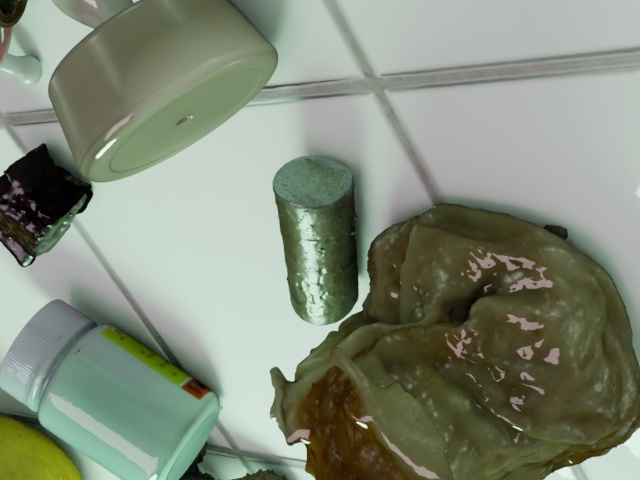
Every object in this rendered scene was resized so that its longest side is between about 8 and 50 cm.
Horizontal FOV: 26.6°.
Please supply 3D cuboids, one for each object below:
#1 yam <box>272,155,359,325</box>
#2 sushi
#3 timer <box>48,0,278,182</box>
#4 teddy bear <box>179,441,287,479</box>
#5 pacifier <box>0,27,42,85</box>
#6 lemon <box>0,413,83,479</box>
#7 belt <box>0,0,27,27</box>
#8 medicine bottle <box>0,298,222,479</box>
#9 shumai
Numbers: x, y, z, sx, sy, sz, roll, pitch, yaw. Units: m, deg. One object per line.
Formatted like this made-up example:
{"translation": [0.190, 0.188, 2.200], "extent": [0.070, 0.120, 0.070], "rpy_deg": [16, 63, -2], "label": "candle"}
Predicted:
{"translation": [0.000, 0.000, 1.156], "extent": [0.068, 0.068, 0.169], "rpy_deg": [24, 148, 21], "label": "yam"}
{"translation": [-0.286, -0.038, 1.353], "extent": [0.084, 0.094, 0.098], "rpy_deg": [42, 147, -3], "label": "sushi"}
{"translation": [-0.175, -0.199, 1.039], "extent": [0.266, 0.175, 0.175], "rpy_deg": [56, 147, 6], "label": "timer"}
{"translation": [-0.140, 0.324, 1.620], "extent": [0.251, 0.129, 0.182], "rpy_deg": [4, 98, 47], "label": "teddy bear"}
{"translation": [-0.293, -0.168, 1.244], "extent": [0.078, 0.081, 0.099], "rpy_deg": [18, 134, -31], "label": "pacifier"}
{"translation": [-0.484, 0.405, 1.864], "extent": [0.387, 0.350, 0.349], "rpy_deg": [25, 159, -39], "label": "lemon"}
{"translation": [-0.282, -0.221, 1.159], "extent": [0.036, 0.059, 0.083], "rpy_deg": [25, 146, 18], "label": "belt"}
{"translation": [-0.237, 0.176, 1.523], "extent": [0.225, 0.139, 0.139], "rpy_deg": [32, 146, 8], "label": "medicine bottle"}
{"translation": [0.096, 0.160, 1.082], "extent": [0.267, 0.262, 0.314], "rpy_deg": [25, 146, 21], "label": "shumai"}
